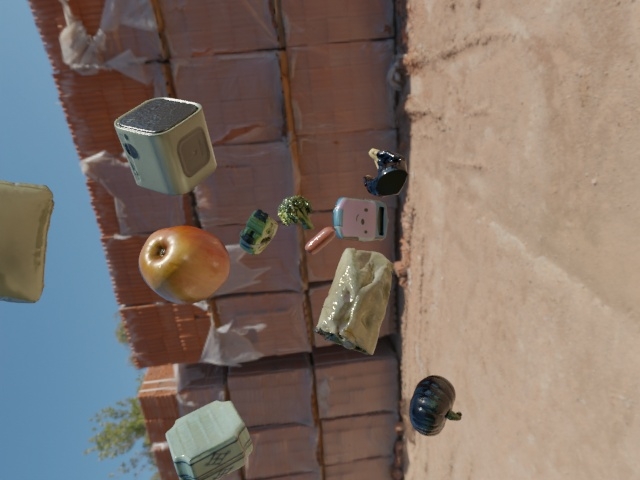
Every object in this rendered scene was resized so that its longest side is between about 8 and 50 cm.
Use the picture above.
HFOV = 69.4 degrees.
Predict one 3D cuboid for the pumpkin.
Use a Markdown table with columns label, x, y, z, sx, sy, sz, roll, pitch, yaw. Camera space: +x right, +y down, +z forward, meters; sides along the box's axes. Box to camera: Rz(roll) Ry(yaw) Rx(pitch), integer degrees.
| label | x | y | z | sx | sy | sz | roll | pitch | yaw |
| --- | --- | --- | --- | --- | --- | --- | --- | --- | --- |
| pumpkin | 0.356 | 0.527 | 1.477 | 0.150 | 0.194 | 0.194 | 10 | 108 | 54 |

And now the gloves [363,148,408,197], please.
| label | x | y | z | sx | sy | sz | roll | pitch | yaw |
| --- | --- | --- | --- | --- | --- | --- | --- | --- | --- |
| gloves | 0.198 | -0.219 | 1.441 | 0.164 | 0.124 | 0.203 | -44 | 20 | 29 |

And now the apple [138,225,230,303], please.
| label | x | y | z | sx | sy | sz | roll | pitch | yaw |
| --- | --- | --- | --- | --- | --- | --- | --- | --- | --- |
| apple | -0.398 | 0.060 | 1.340 | 0.241 | 0.242 | 0.242 | 48 | -148 | -65 |

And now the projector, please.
| label | x | y | z | sx | sy | sz | roll | pitch | yaw |
| --- | --- | --- | --- | --- | --- | --- | --- | --- | --- |
| projector | -0.545 | -0.341 | 1.656 | 0.248 | 0.248 | 0.249 | -53 | -30 | -39 |

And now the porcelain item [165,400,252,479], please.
| label | x | y | z | sx | sy | sz | roll | pitch | yaw |
| --- | --- | --- | --- | --- | --- | --- | --- | --- | --- |
| porcelain item | -0.418 | 0.763 | 1.744 | 0.286 | 0.281 | 0.157 | 23 | 131 | 58 |

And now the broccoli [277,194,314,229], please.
| label | x | y | z | sx | sy | sz | roll | pitch | yaw |
| --- | --- | --- | --- | --- | --- | --- | --- | --- | --- |
| broccoli | -0.050 | -0.056 | 1.022 | 0.092 | 0.095 | 0.097 | 60 | 145 | 5 |

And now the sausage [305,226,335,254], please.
| label | x | y | z | sx | sy | sz | roll | pitch | yaw |
| --- | --- | --- | --- | --- | --- | --- | --- | --- | --- |
| sausage | 0.000 | 0.000 | 2.034 | 0.062 | 0.154 | 0.062 | 49 | -177 | -4 |

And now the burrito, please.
| label | x | y | z | sx | sy | sz | roll | pitch | yaw |
| --- | --- | --- | --- | --- | --- | --- | --- | --- | --- |
| burrito | 0.110 | 0.162 | 1.416 | 0.135 | 0.190 | 0.332 | 66 | -141 | -59 |

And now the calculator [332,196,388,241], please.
| label | x | y | z | sx | sy | sz | roll | pitch | yaw |
| --- | --- | --- | --- | --- | --- | --- | --- | --- | --- |
| calculator | 0.164 | -0.081 | 1.818 | 0.051 | 0.293 | 0.173 | -2 | 87 | 52 |

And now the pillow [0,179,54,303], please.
| label | x | y | z | sx | sy | sz | roll | pitch | yaw |
| --- | --- | --- | --- | --- | --- | --- | --- | --- | --- |
| pillow | -0.834 | 0.002 | 1.174 | 0.120 | 0.255 | 0.322 | 20 | 101 | 52 |

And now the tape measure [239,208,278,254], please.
| label | x | y | z | sx | sy | sz | roll | pitch | yaw |
| --- | --- | --- | --- | --- | --- | --- | --- | --- | --- |
| tape measure | -0.242 | -0.030 | 1.792 | 0.175 | 0.106 | 0.200 | -55 | -7 | 2 |
